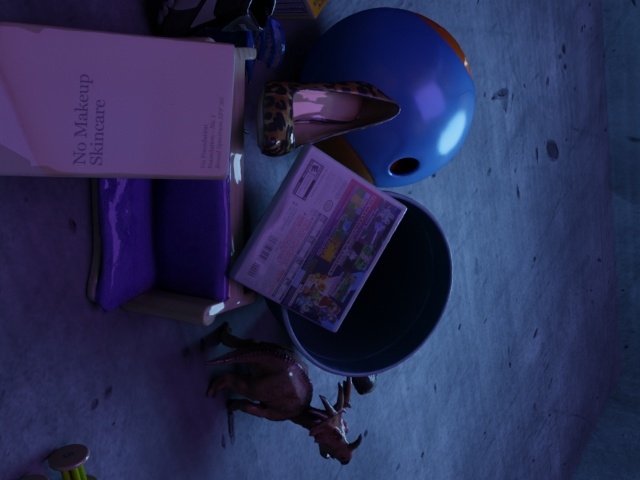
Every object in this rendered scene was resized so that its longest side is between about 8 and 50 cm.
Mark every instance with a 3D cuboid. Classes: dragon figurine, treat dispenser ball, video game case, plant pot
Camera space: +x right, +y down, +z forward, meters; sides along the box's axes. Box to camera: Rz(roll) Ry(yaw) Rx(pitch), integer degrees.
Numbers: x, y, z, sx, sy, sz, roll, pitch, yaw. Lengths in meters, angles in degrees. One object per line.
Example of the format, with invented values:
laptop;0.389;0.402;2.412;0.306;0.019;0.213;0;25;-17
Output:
dragon figurine;-0.107;-0.269;1.368;0.085;0.144;0.289;-39;128;-48
treat dispenser ball;0.105;-0.229;1.584;0.288;0.288;0.288;-18;112;-56
video game case;0.000;0.000;1.308;0.183;0.023;0.201;31;89;-32
plant pot;0.019;0.033;1.488;0.271;0.255;0.272;-7;107;-23

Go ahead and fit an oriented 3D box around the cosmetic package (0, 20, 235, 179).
cosmetic package;-0.256;-0.149;1.065;0.309;0.113;0.160;-2;100;-33

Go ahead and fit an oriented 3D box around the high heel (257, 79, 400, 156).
high heel;0.013;-0.167;1.326;0.261;0.186;0.093;-75;169;-67

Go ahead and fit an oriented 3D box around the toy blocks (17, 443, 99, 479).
toy blocks;-0.324;0.350;1.232;0.123;0.054;0.148;-37;126;-49

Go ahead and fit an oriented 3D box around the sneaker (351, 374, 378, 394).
sneaker;0.124;0.090;1.705;0.410;0.182;0.158;-76;148;-48

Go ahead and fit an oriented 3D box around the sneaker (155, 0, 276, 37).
sneaker;-0.121;-0.301;1.255;0.078;0.234;0.106;-26;86;-56

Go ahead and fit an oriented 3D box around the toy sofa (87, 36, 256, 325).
toy sofa;-0.190;-0.078;1.270;0.177;0.150;0.363;-15;109;-58

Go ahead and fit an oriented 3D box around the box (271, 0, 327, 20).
box;-0.050;-0.485;1.440;0.214;0.117;0.243;-61;143;-32

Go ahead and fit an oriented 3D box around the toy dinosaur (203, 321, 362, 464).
toy dinosaur;-0.051;0.221;1.510;0.296;0.200;0.127;53;52;-48
